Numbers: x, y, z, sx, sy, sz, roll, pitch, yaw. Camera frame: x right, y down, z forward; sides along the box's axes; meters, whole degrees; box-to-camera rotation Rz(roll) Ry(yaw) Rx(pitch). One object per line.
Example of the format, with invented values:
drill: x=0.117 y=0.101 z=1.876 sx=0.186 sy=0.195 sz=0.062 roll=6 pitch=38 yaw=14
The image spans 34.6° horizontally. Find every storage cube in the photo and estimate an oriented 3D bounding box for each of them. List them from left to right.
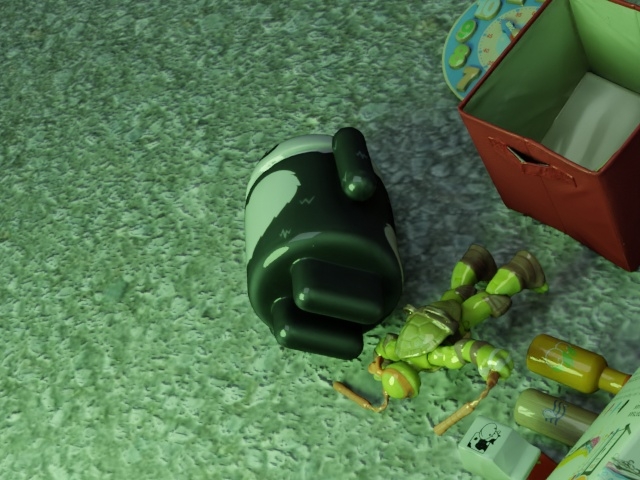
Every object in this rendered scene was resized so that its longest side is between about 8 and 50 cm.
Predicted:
storage cube: x=0.293 y=-0.118 z=1.077 sx=0.183 sy=0.193 sz=0.215 roll=33 pitch=77 yaw=39

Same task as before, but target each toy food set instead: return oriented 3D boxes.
toy food set: x=0.202 y=0.209 z=0.955 sx=0.104 sy=0.111 sz=0.232 roll=19 pitch=54 yaw=33

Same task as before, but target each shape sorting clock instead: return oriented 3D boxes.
shape sorting clock: x=0.249 y=-0.248 z=1.285 sx=0.206 sy=0.040 sz=0.206 roll=-14 pitch=54 yaw=20

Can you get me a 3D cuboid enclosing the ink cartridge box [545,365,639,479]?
ink cartridge box: x=0.284 y=0.223 z=0.832 sx=0.168 sy=0.171 sz=0.233 roll=41 pitch=81 yaw=8

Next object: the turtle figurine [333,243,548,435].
turtle figurine: x=0.121 y=0.093 z=1.067 sx=0.217 sy=0.087 sz=0.269 roll=-44 pitch=13 yaw=-25

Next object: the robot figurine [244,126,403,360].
robot figurine: x=-0.003 y=0.001 z=1.149 sx=0.209 sy=0.173 sz=0.278 roll=-25 pitch=39 yaw=17
